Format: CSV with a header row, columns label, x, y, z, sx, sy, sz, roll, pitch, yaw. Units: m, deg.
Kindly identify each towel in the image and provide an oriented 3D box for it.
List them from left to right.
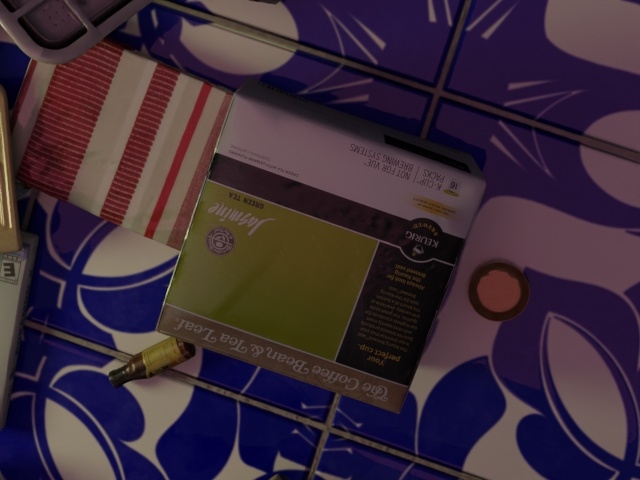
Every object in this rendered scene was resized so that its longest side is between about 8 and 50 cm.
label,x,y,z,sx,sy,sz,roll,pitch,yaw
towel,-0.263,-0.140,1.847,0.329,0.037,0.237,23,102,2

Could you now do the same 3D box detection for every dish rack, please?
label,x,y,z,sx,sy,sz,roll,pitch,yaw
dish rack,-0.315,-0.410,1.745,0.333,0.072,0.285,-40,92,-13

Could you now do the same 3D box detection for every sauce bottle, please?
label,x,y,z,sx,sy,sz,roll,pitch,yaw
sauce bottle,-0.240,0.172,1.904,0.128,0.042,0.042,-26,95,14

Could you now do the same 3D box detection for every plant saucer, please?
label,x,y,z,sx,sy,sz,roll,pitch,yaw
plant saucer,0.243,0.069,1.827,0.083,0.015,0.083,1,99,8

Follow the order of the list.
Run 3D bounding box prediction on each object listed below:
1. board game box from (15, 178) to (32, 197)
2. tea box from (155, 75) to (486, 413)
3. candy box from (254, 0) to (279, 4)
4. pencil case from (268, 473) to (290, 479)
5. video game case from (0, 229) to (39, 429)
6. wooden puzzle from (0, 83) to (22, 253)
label,x,y,z,sx,sy,sz,roll,pitch,yaw
board game box,-0.450,-0.100,1.896,0.090,0.020,0.090,-32,94,13
tea box,0.000,0.000,1.728,0.329,0.220,0.323,20,102,-3
candy box,-0.021,-0.388,1.708,0.196,0.165,0.070,-37,91,13
pencil case,0.017,0.501,1.863,0.410,0.160,0.183,42,88,-1
video game case,-0.591,0.097,1.944,0.329,0.036,0.300,14,102,5
wooden puzzle,-0.522,-0.095,1.862,0.221,0.044,0.238,-4,97,16
